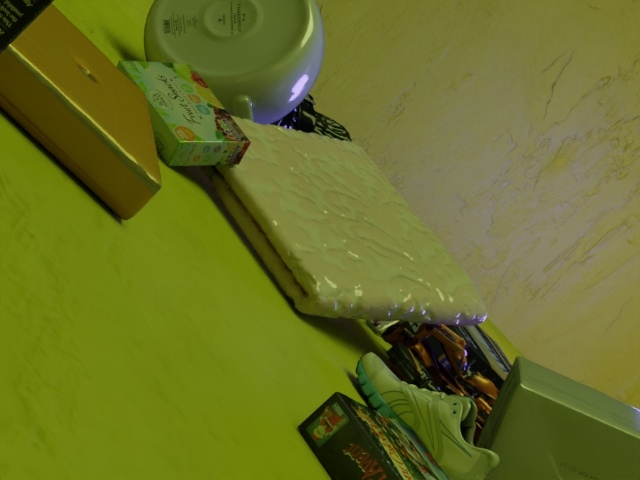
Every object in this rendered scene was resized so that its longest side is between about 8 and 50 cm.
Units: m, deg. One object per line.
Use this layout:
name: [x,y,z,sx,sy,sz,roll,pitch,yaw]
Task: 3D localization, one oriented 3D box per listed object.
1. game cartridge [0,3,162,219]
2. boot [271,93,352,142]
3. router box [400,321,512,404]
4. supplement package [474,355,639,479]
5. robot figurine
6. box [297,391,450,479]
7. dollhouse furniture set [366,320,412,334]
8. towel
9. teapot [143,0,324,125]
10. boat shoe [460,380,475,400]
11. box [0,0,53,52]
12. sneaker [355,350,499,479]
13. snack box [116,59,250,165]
game cartridge: [-0.269,-0.178,1.082,0.323,0.052,0.285,42,9,-21]
boot: [-0.055,-0.173,1.973,0.260,0.131,0.348,44,7,-28]
router box: [0.202,0.169,1.864,0.243,0.081,0.309,44,8,-25]
supplement package: [0.264,0.237,1.350,0.194,0.149,0.203,24,5,6]
robot figurine: [0.188,0.205,1.561,0.291,0.085,0.211,48,6,2]
box: [0.092,0.231,1.000,0.233,0.044,0.159,52,8,31]
dollhouse furniture set: [0.064,0.086,1.714,0.081,0.091,0.114,-22,50,-35]
towel: [0.014,-0.021,1.526,0.331,0.053,0.317,7,38,-49]
teapot: [-0.108,-0.231,1.712,0.252,0.256,0.187,32,-26,22]
boat shoe: [0.215,0.240,1.690,0.135,0.045,0.050,46,7,-14]
box: [-0.271,-0.232,0.783,0.261,0.184,0.103,45,5,-24]
sneaker: [0.110,0.172,1.285,0.191,0.083,0.071,51,9,32]
snack box: [-0.155,-0.140,1.416,0.100,0.037,0.141,-6,47,-43]
